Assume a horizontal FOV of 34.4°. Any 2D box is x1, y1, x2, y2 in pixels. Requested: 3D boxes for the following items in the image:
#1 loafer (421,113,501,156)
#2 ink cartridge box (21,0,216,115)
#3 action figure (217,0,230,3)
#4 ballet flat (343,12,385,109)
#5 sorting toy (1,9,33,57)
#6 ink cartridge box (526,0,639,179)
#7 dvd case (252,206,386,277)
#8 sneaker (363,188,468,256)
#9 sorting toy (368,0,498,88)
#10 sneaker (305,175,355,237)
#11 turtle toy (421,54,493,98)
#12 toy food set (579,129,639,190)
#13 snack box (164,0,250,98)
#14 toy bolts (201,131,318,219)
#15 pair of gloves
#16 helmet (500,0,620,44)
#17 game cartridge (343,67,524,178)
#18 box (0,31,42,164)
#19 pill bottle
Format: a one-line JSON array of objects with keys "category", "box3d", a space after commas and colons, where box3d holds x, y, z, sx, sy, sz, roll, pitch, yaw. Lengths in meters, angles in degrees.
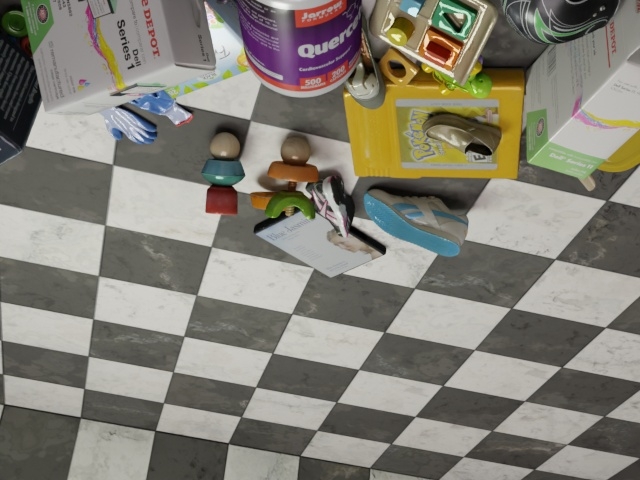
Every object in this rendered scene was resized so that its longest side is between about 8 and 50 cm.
[{"category": "loafer", "box3d": [0.256, -0.188, 1.869, 0.148, 0.050, 0.056, 9, 148, -3]}, {"category": "ink cartridge box", "box3d": [-0.326, -0.334, 1.662, 0.278, 0.201, 0.117, -13, 178, 29]}, {"category": "action figure", "box3d": [-0.179, -0.478, 1.536, 0.185, 0.099, 0.285, -2, 144, 25]}, {"category": "ballet flat", "box3d": [0.060, -0.297, 1.757, 0.072, 0.068, 0.213, -5, 131, 16]}, {"category": "sorting toy", "box3d": [-0.524, -0.369, 1.823, 0.061, 0.042, 0.102, -19, 131, 9]}, {"category": "ink cartridge box", "box3d": [0.464, -0.279, 1.629, 0.119, 0.207, 0.353, 16, 147, -15]}, {"category": "dvd case", "box3d": [0.000, 0.000, 2.330, 0.253, 0.022, 0.180, 31, 141, -34]}, {"category": "sneaker", "box3d": [0.198, -0.052, 2.161, 0.228, 0.092, 0.087, 26, 150, 4]}, {"category": "sorting toy", "box3d": [0.169, -0.344, 1.652, 0.196, 0.047, 0.348, 33, 148, 8]}, {"category": "sneaker", "box3d": [0.019, -0.078, 2.176, 0.077, 0.072, 0.178, 6, 142, 23]}, {"category": "turtle toy", "box3d": [0.241, -0.294, 1.760, 0.130, 0.066, 0.095, 52, 137, -5]}, {"category": "toy food set", "box3d": [0.540, -0.198, 1.890, 0.128, 0.071, 0.218, 42, 136, -10]}, {"category": "snack box", "box3d": [-0.222, -0.345, 1.772, 0.207, 0.070, 0.174, -13, 143, 29]}, {"category": "toy bolts", "box3d": [-0.127, -0.138, 2.077, 0.228, 0.159, 0.218, 2, -170, -12]}, {"category": "pair of gloves", "box3d": [-0.354, -0.246, 1.998, 0.198, 0.023, 0.159, -23, 137, 37]}, {"category": "helmet", "box3d": [0.347, -0.374, 1.543, 0.161, 0.169, 0.169, -6, 150, -11]}, {"category": "game cartridge", "box3d": [0.212, -0.211, 1.930, 0.323, 0.053, 0.285, 0, 147, 8]}, {"category": "box", "box3d": [-0.717, -0.276, 1.751, 0.293, 0.212, 0.395, -25, 129, 30]}, {"category": "pill bottle", "box3d": [-0.031, -0.354, 1.457, 0.181, 0.182, 0.323, 4, 157, 4]}]
